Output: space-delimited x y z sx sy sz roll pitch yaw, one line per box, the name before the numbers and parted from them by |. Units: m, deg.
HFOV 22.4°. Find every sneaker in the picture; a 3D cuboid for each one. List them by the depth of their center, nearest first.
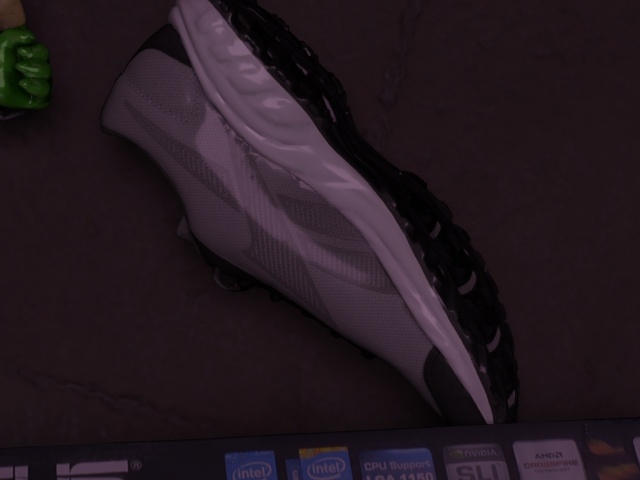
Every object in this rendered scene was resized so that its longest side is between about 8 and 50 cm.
sneaker | 0.000 0.000 0.806 0.108 0.100 0.271 -41 87 17

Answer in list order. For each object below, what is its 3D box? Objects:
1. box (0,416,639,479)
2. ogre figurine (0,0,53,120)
box | 0.000 0.236 0.673 0.395 0.097 0.318 -1 49 -9
ogre figurine | -0.222 -0.140 0.810 0.118 0.097 0.197 -21 94 -17
